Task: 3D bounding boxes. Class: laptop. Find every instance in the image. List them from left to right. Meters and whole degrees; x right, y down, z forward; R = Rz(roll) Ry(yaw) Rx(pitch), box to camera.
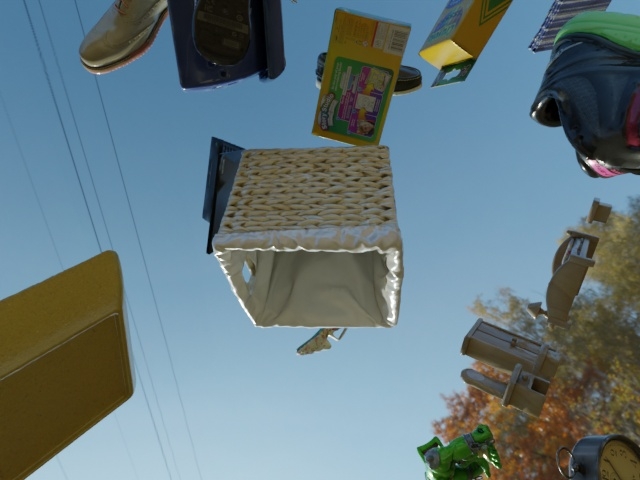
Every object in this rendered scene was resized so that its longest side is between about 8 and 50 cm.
[{"bbox_3d":[-0.270,-0.123,1.082,0.136,0.264,0.235,-4,-66,-43],"label":"laptop"}]

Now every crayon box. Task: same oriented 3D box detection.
[{"bbox_3d":[0.089,-0.361,1.003,0.165,0.081,0.279,16,-59,4],"label":"crayon box"},{"bbox_3d":[0.354,-0.533,1.036,0.083,0.203,0.323,28,-82,-15],"label":"crayon box"}]

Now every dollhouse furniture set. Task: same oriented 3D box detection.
[{"bbox_3d":[0.410,0.093,0.857,0.303,0.173,0.356,-21,-55,-54],"label":"dollhouse furniture set"}]

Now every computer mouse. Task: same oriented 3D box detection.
[{"bbox_3d":[-0.129,-0.411,0.755,0.183,0.060,0.263,1,-95,-24],"label":"computer mouse"}]

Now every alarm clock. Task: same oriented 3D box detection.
[{"bbox_3d":[0.399,0.337,0.618,0.191,0.064,0.130,30,-123,-16],"label":"alarm clock"}]

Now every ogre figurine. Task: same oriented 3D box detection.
[{"bbox_3d":[0.239,0.388,0.769,0.118,0.097,0.197,-17,-25,-3],"label":"ogre figurine"}]

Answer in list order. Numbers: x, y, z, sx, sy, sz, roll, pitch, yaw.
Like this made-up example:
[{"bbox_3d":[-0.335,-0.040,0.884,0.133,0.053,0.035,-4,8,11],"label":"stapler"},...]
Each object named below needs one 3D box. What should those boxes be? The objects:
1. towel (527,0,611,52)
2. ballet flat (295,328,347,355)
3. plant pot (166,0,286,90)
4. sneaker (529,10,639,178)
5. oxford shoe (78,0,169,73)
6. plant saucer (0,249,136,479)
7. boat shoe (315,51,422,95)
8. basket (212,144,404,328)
[{"bbox_3d":[0.721,-0.679,1.172,0.243,0.040,0.336,-19,-32,-21],"label":"towel"},{"bbox_3d":[0.026,0.311,1.446,0.241,0.091,0.077,-39,-101,-26],"label":"ballet flat"},{"bbox_3d":[-0.189,-0.429,0.895,0.211,0.236,0.236,-6,-72,-11],"label":"plant pot"},{"bbox_3d":[0.438,-0.145,0.538,0.185,0.483,0.202,17,-64,-16],"label":"sneaker"},{"bbox_3d":[-0.453,-0.579,1.060,0.140,0.146,0.397,39,-95,10],"label":"oxford shoe"},{"bbox_3d":[-0.424,0.226,0.682,0.332,0.080,0.333,-36,-35,-46],"label":"plant saucer"},{"bbox_3d":[0.138,-0.459,1.193,0.302,0.115,0.091,-4,-44,-8],"label":"boat shoe"},{"bbox_3d":[0.000,0.000,0.905,0.330,0.267,0.329,0,-35,8],"label":"basket"}]
